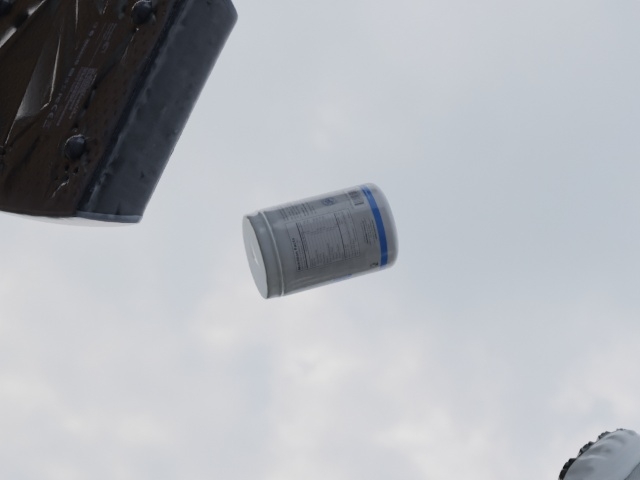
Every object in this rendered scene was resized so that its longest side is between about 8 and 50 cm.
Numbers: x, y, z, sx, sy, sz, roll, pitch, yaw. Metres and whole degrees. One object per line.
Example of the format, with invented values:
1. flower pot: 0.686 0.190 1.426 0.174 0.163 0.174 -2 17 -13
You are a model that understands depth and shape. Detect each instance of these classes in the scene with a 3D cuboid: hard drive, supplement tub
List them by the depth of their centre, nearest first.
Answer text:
1. hard drive: -0.150 -0.090 0.908 0.054 0.172 0.254 30 -10 -35
2. supplement tub: 0.000 0.000 1.178 0.071 0.107 0.071 165 -90 -78

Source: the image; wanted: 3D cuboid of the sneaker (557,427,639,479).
1. sneaker: 0.172 0.227 1.031 0.108 0.271 0.100 28 -42 34
